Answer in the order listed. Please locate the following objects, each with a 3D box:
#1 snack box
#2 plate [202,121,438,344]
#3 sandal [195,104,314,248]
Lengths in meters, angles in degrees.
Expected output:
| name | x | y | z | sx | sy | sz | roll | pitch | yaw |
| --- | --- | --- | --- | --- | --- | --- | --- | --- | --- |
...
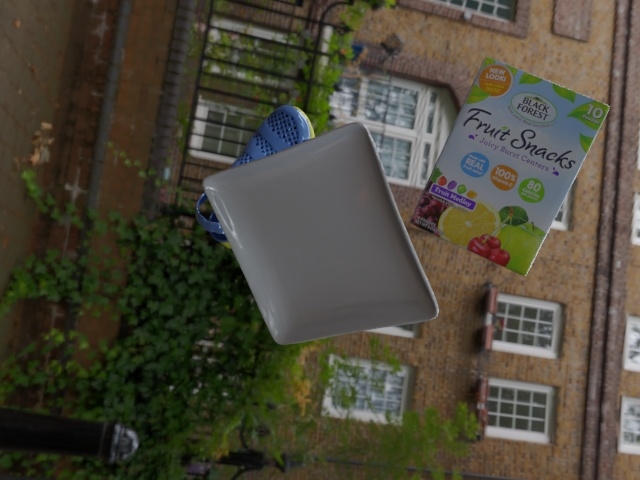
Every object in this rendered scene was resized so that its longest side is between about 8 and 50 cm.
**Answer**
| name | x | y | z | sx | sy | sz | roll | pitch | yaw |
| --- | --- | --- | --- | --- | --- | --- | --- | --- | --- |
| snack box | 0.144 | -0.057 | 0.522 | 0.141 | 0.100 | 0.037 | -66 | 171 | 8 |
| plate | 0.000 | 0.000 | 0.918 | 0.045 | 0.278 | 0.277 | -40 | 111 | -54 |
| sandal | -0.128 | -0.113 | 1.249 | 0.317 | 0.126 | 0.138 | -57 | 156 | 16 |
